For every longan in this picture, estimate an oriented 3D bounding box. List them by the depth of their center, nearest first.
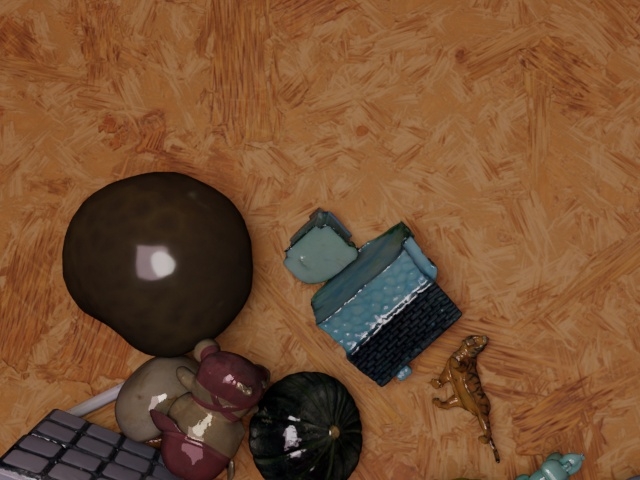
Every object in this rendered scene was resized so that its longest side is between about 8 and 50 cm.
[{"bbox_3d":[-0.331,0.044,1.512,0.404,0.336,0.404,0,91,14],"label":"longan"}]

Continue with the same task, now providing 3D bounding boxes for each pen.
[{"bbox_3d":[-0.507,0.364,1.652,0.269,0.033,0.033,-27,80,4],"label":"pen"}]

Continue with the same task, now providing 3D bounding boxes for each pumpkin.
[{"bbox_3d":[-0.033,0.392,1.504,0.250,0.216,0.250,2,86,-24],"label":"pumpkin"}]

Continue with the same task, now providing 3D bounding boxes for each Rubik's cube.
[{"bbox_3d":[-0.472,0.573,1.425,0.343,0.337,0.344,21,90,-5],"label":"Rubik's cube"}]

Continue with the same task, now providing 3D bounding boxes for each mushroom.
[{"bbox_3d":[-0.314,0.352,1.549,0.207,0.207,0.215,-41,96,2],"label":"mushroom"}]

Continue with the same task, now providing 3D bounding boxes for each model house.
[{"bbox_3d":[0.152,0.137,1.518,0.261,0.226,0.241,-42,100,5],"label":"model house"},{"bbox_3d":[0.000,0.000,1.594,0.119,0.149,0.148,42,114,-18],"label":"model house"}]

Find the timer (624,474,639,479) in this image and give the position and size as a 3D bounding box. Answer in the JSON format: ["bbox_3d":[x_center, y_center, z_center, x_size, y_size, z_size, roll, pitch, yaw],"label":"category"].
[{"bbox_3d":[0.625,0.559,1.424,0.175,0.255,0.175,1,45,-1],"label":"timer"}]

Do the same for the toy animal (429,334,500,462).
[{"bbox_3d":[0.313,0.330,1.516,0.116,0.114,0.255,-14,84,-37],"label":"toy animal"}]

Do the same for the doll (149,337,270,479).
[{"bbox_3d":[-0.214,0.330,1.407,0.196,0.152,0.256,26,87,19],"label":"doll"}]

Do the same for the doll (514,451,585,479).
[{"bbox_3d":[0.447,0.459,1.439,0.159,0.158,0.059,-36,70,9],"label":"doll"}]

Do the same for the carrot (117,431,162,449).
[{"bbox_3d":[-0.378,0.439,1.617,0.161,0.055,0.055,-9,82,0],"label":"carrot"}]

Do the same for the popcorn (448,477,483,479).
[{"bbox_3d":[0.285,0.568,1.439,0.206,0.251,0.237,43,127,33],"label":"popcorn"}]
